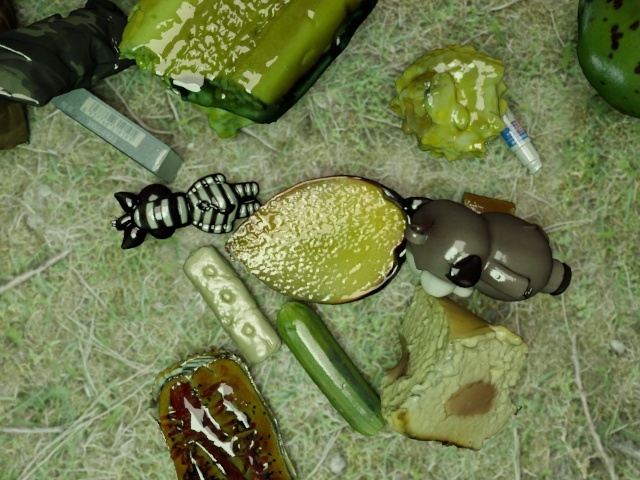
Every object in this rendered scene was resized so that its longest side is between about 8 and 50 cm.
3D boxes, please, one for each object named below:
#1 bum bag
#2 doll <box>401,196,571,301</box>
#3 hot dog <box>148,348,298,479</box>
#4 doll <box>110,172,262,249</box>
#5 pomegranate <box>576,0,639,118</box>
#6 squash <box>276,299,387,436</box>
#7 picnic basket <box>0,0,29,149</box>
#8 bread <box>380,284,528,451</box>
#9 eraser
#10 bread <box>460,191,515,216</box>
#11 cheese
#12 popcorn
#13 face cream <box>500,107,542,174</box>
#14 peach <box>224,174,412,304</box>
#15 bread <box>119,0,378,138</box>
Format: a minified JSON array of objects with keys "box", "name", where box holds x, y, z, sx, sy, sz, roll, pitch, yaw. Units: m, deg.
[{"box":[-0.344,-0.251,0.845,0.144,0.340,0.095,31,123,0],"name":"bum bag"},{"box":[0.222,0.015,0.873,0.257,0.182,0.117,6,122,-24],"name":"doll"},{"box":[-0.138,0.288,0.892,0.163,0.082,0.270,-24,85,-5],"name":"hot dog"},{"box":[-0.197,-0.047,0.928,0.219,0.067,0.091,-10,100,-9],"name":"doll"},{"box":[0.482,-0.302,0.875,0.254,0.270,0.254,-8,66,19],"name":"pomegranate"},{"box":[0.015,0.184,0.914,0.066,0.066,0.229,-38,88,-4],"name":"squash"},{"box":[-0.566,-0.263,0.816,0.293,0.337,0.337,-10,85,-2],"name":"picnic basket"},{"box":[0.200,0.195,0.848,0.211,0.224,0.183,31,91,-6],"name":"bread"},{"box":[-0.304,-0.166,0.923,0.212,0.092,0.046,35,86,2],"name":"eraser"},{"box":[0.253,-0.044,0.953,0.083,0.036,0.047,12,81,-2],"name":"bread"},{"box":[-0.130,0.093,0.930,0.065,0.043,0.194,-36,85,-9],"name":"cheese"},{"box":[0.196,-0.197,0.917,0.174,0.142,0.173,-1,66,2],"name":"popcorn"},{"box":[0.297,-0.160,0.966,0.034,0.034,0.130,-32,87,-4],"name":"face cream"},{"box":[0.001,0.000,0.928,0.279,0.068,0.189,-1,93,-5],"name":"peach"},{"box":[-0.078,-0.332,0.884,0.251,0.208,0.376,37,86,-10],"name":"bread"}]
